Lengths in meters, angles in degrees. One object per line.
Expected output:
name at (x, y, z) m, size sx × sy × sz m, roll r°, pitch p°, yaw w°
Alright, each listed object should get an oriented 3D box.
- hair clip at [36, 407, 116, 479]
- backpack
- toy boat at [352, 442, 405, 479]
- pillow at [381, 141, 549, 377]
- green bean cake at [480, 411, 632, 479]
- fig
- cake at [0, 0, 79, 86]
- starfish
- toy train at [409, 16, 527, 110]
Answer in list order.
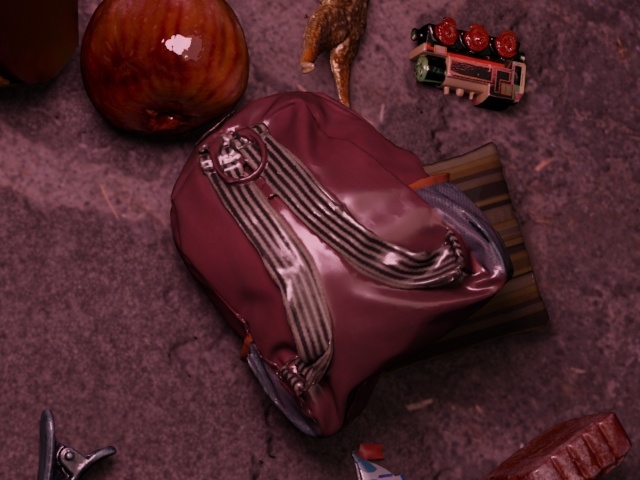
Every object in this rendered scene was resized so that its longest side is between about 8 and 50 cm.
hair clip at (-0.292, 0.298, 1.747) m, size 0.083 × 0.048 × 0.275 m, roll 33°, pitch 69°, yaw -16°
backpack at (0.000, 0.000, 1.833) m, size 0.283 × 0.197 × 0.317 m, roll -41°, pitch 85°, yaw 5°
toy boat at (0.072, 0.290, 1.907) m, size 0.105 × 0.034 × 0.149 m, roll 15°, pitch 61°, yaw -15°
pillow at (0.124, 0.019, 1.969) m, size 0.208 × 0.052 × 0.212 m, roll -15°, pitch 88°, yaw -17°
green bean cake at (0.246, 0.237, 1.921) m, size 0.135 × 0.135 × 0.056 m, roll -30°, pitch 91°, yaw -26°
fig at (-0.158, -0.213, 1.854) m, size 0.175 × 0.175 × 0.207 m, roll 0°, pitch 67°, yaw -21°
cake at (-0.358, -0.233, 1.790) m, size 0.208 × 0.178 × 0.185 m, roll 51°, pitch 42°, yaw -46°
starfish at (0.015, -0.265, 1.962) m, size 0.050 × 0.138 × 0.247 m, roll -2°, pitch 69°, yaw 19°
toy train at (0.162, -0.196, 2.035) m, size 0.138 × 0.050 × 0.087 m, roll 10°, pitch 78°, yaw -19°
